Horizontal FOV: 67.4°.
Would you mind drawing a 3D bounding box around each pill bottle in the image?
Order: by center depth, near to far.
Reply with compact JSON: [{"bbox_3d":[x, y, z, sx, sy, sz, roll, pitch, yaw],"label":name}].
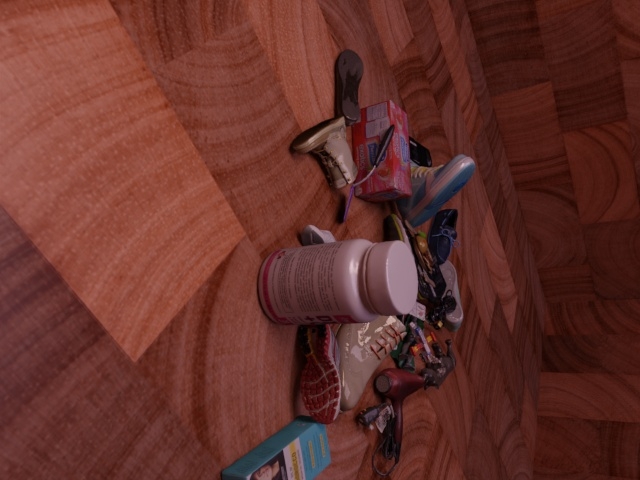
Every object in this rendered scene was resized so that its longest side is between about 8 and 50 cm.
[{"bbox_3d":[0.032,0.082,0.935,0.160,0.282,0.161,17,69,-53],"label":"pill bottle"}]

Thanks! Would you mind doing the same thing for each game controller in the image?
[{"bbox_3d":[0.315,-0.279,1.657,0.319,0.067,0.167,10,60,-56],"label":"game controller"}]

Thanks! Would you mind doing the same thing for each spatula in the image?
[{"bbox_3d":[0.124,-0.178,1.252,0.297,0.030,0.084,-59,173,-9],"label":"spatula"}]

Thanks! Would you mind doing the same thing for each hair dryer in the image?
[{"bbox_3d":[0.196,0.457,1.307,0.293,0.080,0.224,-38,121,-39],"label":"hair dryer"}]

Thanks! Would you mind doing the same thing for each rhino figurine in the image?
[{"bbox_3d":[0.387,0.422,1.588,0.243,0.073,0.107,-23,99,-54],"label":"rhino figurine"}]

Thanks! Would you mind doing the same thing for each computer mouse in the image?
[{"bbox_3d":[0.347,0.131,1.575,0.188,0.072,0.273,-23,94,-49],"label":"computer mouse"}]

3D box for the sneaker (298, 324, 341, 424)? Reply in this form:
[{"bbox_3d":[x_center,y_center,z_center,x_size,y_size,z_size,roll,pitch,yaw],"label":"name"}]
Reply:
[{"bbox_3d":[0.013,0.272,1.019,0.093,0.087,0.226,47,33,-50],"label":"sneaker"}]

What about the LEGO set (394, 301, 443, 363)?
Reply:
[{"bbox_3d":[0.273,0.246,1.396,0.244,0.060,0.183,28,55,-26],"label":"LEGO set"}]

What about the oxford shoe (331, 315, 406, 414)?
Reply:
[{"bbox_3d":[0.122,0.231,1.161,0.141,0.146,0.397,57,41,-34],"label":"oxford shoe"}]

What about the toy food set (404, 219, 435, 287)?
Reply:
[{"bbox_3d":[0.302,0.034,1.377,0.132,0.038,0.192,33,39,-59],"label":"toy food set"}]

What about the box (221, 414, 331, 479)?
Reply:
[{"bbox_3d":[-0.073,0.426,0.903,0.244,0.060,0.101,-11,93,-57],"label":"box"}]

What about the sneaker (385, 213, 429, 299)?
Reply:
[{"bbox_3d":[0.217,0.048,1.385,0.111,0.121,0.300,48,27,-45],"label":"sneaker"}]

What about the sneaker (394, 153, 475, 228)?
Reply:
[{"bbox_3d":[0.294,-0.191,1.402,0.127,0.319,0.208,-19,70,-34],"label":"sneaker"}]

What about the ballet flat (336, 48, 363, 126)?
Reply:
[{"bbox_3d":[0.075,-0.419,1.323,0.084,0.058,0.250,9,66,-19],"label":"ballet flat"}]

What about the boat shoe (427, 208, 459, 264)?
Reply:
[{"bbox_3d":[0.455,-0.029,1.763,0.109,0.089,0.259,39,48,-32],"label":"boat shoe"}]

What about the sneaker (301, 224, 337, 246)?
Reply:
[{"bbox_3d":[0.000,0.000,1.122,0.152,0.053,0.061,47,37,-49],"label":"sneaker"}]

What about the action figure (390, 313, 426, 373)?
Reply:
[{"bbox_3d":[0.287,0.297,1.480,0.137,0.063,0.232,63,34,-21],"label":"action figure"}]

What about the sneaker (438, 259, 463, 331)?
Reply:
[{"bbox_3d":[0.453,0.205,1.739,0.151,0.094,0.256,72,13,-56],"label":"sneaker"}]

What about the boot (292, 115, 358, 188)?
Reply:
[{"bbox_3d":[0.021,-0.201,1.171,0.213,0.077,0.165,-44,122,-51],"label":"boot"}]

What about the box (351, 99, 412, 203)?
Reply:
[{"bbox_3d":[0.174,-0.245,1.361,0.122,0.128,0.257,12,72,-55],"label":"box"}]
